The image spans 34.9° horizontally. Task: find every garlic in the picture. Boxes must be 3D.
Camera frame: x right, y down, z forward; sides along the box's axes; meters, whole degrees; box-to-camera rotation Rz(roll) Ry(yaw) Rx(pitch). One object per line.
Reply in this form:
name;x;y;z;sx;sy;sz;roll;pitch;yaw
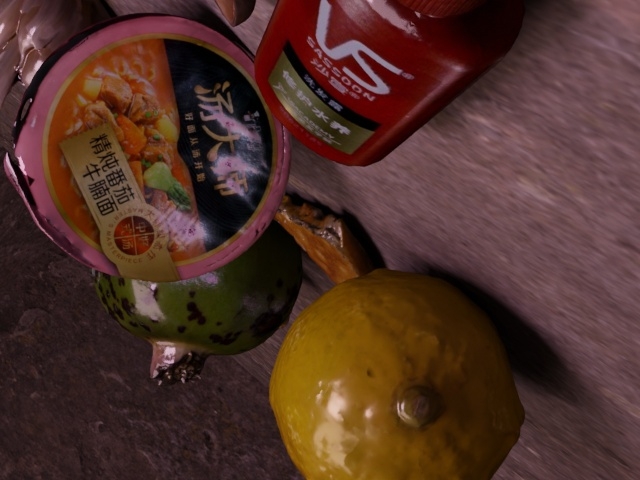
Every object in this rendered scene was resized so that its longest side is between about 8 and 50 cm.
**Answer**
garlic;-0.301;-0.199;1.092;0.131;0.194;0.127;26;173;13

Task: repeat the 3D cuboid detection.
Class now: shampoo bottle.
shampoo bottle;0.033;-0.118;0.556;0.118;0.076;0.314;47;167;-2

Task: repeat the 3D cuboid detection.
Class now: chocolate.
chocolate;-0.062;-0.195;0.704;0.065;0.031;0.101;59;167;15

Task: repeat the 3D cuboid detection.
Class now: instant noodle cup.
instant noodle cup;-0.174;-0.098;0.975;0.244;0.244;0.255;49;174;-20

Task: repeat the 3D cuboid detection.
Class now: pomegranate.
pomegranate;-0.149;0.042;1.227;0.254;0.271;0.254;5;168;1

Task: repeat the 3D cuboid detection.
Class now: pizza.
pizza;0.000;0.000;1.119;0.176;0.036;0.185;37;167;36

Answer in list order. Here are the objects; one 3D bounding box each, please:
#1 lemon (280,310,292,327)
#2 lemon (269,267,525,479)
lemon;-0.116;0.057;1.414;0.187;0.142;0.142;36;165;15
lemon;0.067;0.143;0.942;0.233;0.233;0.288;43;169;3
